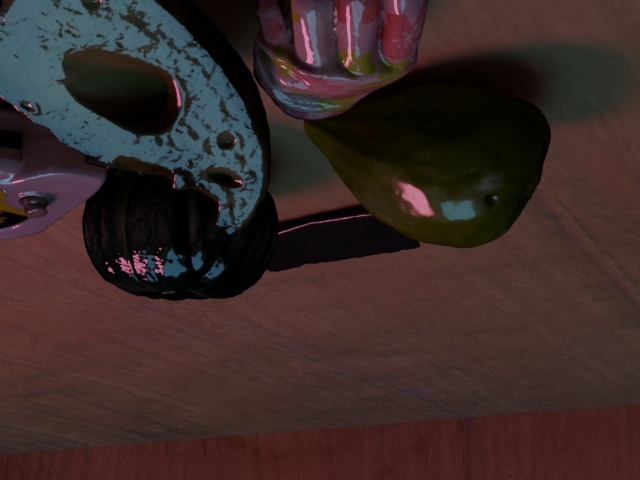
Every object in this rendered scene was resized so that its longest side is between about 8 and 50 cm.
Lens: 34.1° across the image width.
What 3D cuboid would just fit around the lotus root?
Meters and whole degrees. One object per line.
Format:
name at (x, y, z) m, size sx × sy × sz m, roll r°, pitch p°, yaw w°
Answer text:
lotus root at (-0.155, -0.150, 0.825) m, size 0.142 × 0.210 × 0.314 m, roll -46°, pitch 137°, yaw 13°

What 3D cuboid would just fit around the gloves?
gloves at (0.024, -0.172, 0.792) m, size 0.145 × 0.126 × 0.241 m, roll 11°, pitch 167°, yaw -9°

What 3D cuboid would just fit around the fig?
fig at (0.105, -0.069, 1.007) m, size 0.234 × 0.167 × 0.167 m, roll -9°, pitch 159°, yaw 6°

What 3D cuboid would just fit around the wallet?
wallet at (0.000, -0.001, 1.388) m, size 0.244 × 0.025 × 0.124 m, roll -10°, pitch 157°, yaw 32°

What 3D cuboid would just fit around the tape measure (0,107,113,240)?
tape measure at (-0.350, -0.070, 1.084) m, size 0.197 × 0.120 × 0.236 m, roll 10°, pitch 154°, yaw -38°

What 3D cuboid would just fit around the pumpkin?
pumpkin at (-0.156, -0.015, 1.168) m, size 0.221 × 0.161 × 0.220 m, roll 7°, pitch 169°, yaw 1°
